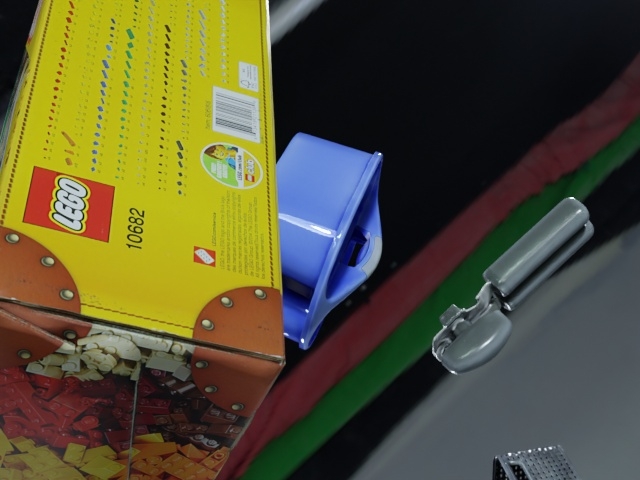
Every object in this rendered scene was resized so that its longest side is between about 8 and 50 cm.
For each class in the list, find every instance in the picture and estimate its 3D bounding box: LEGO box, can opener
[{"bbox_3d":[-0.191,0.005,0.885,0.193,0.500,0.372,15,-49,-19],"label":"LEGO box"},{"bbox_3d":[0.253,0.065,1.351,0.280,0.093,0.074,-45,-36,-8],"label":"can opener"}]

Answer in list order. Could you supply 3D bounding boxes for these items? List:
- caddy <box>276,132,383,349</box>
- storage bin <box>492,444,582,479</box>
[{"bbox_3d":[0.000,0.000,1.505,0.341,0.179,0.241,-63,-9,-51],"label":"caddy"},{"bbox_3d":[0.265,0.353,1.261,0.084,0.122,0.180,-8,-63,-8],"label":"storage bin"}]
